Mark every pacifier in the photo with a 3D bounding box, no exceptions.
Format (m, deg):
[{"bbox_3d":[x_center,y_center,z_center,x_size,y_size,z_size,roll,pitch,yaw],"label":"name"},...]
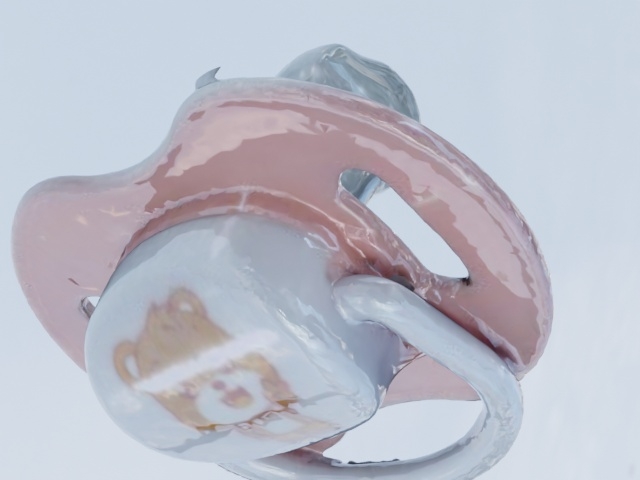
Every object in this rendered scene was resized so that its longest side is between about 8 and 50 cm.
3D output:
[{"bbox_3d":[-0.021,0.010,0.958,0.220,0.332,0.273,8,66,-42],"label":"pacifier"}]
